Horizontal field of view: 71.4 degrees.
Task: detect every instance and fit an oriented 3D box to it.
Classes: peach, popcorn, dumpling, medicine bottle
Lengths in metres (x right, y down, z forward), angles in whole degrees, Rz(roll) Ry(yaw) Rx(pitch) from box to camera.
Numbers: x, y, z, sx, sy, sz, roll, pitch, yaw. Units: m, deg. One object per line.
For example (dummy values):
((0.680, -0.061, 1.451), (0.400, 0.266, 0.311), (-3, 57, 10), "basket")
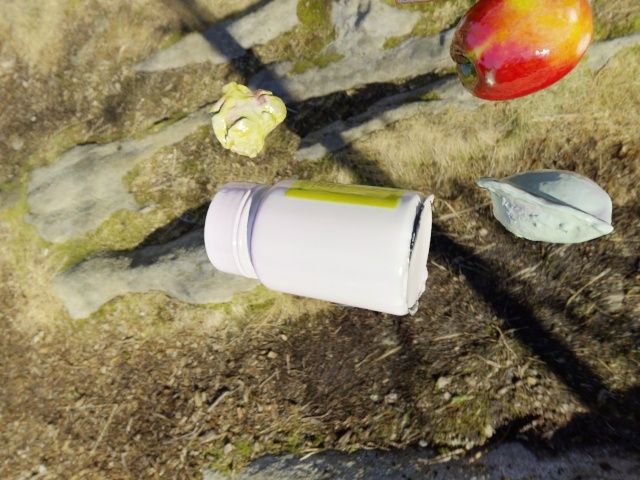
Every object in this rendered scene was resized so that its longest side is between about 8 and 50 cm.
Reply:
((0.351, -0.350, 0.779), (0.226, 0.196, 0.190), (-26, 93, 1), "peach")
((-0.104, -0.168, 0.628), (0.089, 0.097, 0.109), (32, 50, 1), "popcorn")
((0.304, -0.047, 0.638), (0.149, 0.216, 0.105), (-10, 106, -9), "dumpling")
((0.000, 0.000, 0.807), (0.379, 0.213, 0.213), (8, 81, 21), "medicine bottle")

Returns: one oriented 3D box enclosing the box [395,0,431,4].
((0.272, -0.682, 0.844), (0.319, 0.349, 0.257), (9, 85, 26), "box")
